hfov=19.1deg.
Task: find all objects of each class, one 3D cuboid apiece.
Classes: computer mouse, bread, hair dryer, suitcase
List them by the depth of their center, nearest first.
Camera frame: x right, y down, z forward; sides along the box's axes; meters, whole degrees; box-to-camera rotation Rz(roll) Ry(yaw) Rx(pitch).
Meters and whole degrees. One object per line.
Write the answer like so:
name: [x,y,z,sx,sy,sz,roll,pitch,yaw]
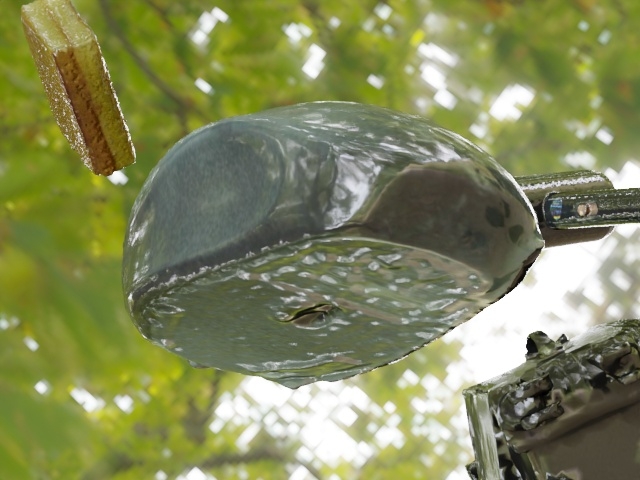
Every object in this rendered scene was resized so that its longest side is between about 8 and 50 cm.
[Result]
computer mouse: [0.002,-0.002,1.179,0.203,0.374,0.114,19,-113,-23]
bread: [-0.152,-0.099,1.192,0.035,0.090,0.094,-23,-56,-12]
suitcase: [0.234,0.197,1.495,0.194,0.283,0.434,-24,-5,-4]
hair dryer: [0.250,-0.026,1.609,0.128,0.255,0.070,-7,-87,-34]
